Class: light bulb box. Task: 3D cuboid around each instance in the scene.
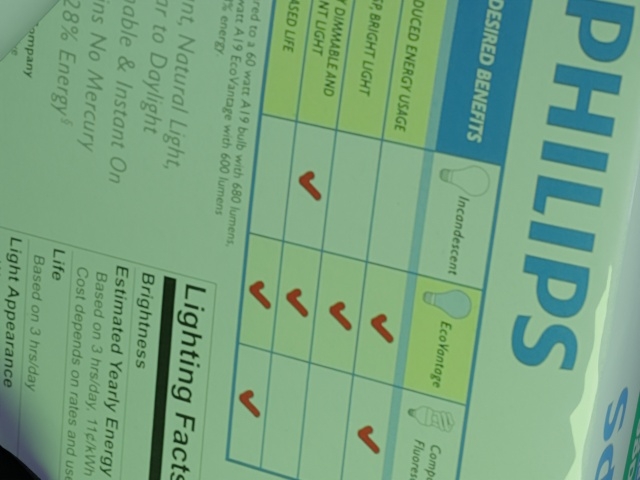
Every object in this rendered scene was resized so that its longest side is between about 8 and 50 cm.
[{"bbox_3d":[0.000,0.000,0.851,0.225,0.361,0.358,-30,130,-62],"label":"light bulb box"}]

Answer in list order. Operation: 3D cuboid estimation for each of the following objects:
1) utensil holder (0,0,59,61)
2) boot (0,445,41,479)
[{"bbox_3d":[-0.172,-0.243,0.615,0.385,0.327,0.327,-51,138,-19],"label":"utensil holder"},{"bbox_3d":[-0.214,0.083,0.651,0.348,0.260,0.131,27,65,-24],"label":"boot"}]
